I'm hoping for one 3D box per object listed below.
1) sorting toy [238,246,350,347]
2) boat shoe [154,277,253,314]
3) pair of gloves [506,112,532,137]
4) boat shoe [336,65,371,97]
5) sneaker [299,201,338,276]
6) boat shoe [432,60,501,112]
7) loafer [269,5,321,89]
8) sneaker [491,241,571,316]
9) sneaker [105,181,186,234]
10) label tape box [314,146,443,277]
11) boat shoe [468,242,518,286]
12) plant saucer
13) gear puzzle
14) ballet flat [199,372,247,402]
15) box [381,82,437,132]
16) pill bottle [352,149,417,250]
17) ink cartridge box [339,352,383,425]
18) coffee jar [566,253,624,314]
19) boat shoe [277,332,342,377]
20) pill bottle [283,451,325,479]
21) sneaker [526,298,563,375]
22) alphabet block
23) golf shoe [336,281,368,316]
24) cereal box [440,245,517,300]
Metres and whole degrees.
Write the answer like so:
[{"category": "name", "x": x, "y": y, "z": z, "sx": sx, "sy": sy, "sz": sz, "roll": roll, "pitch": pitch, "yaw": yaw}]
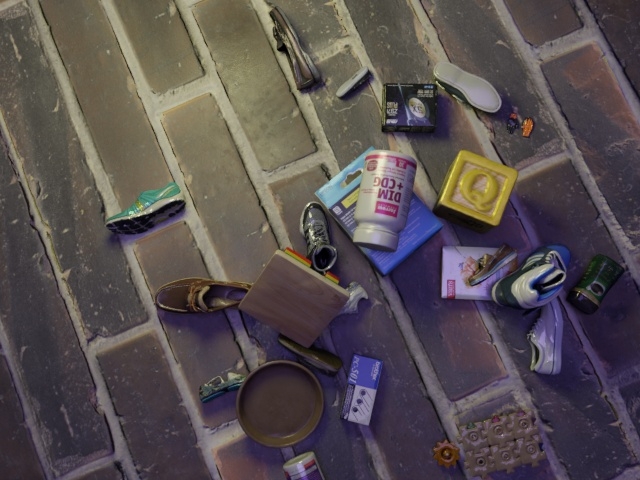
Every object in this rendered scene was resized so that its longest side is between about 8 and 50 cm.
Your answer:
[{"category": "sorting toy", "x": -0.077, "y": 0.166, "z": 1.811, "sx": 0.257, "sy": 0.089, "sz": 0.255, "roll": 31, "pitch": 122, "yaw": -8}, {"category": "boat shoe", "x": -0.375, "y": 0.178, "z": 1.901, "sx": 0.343, "sy": 0.123, "sz": 0.123, "roll": 1, "pitch": 83, "yaw": 3}, {"category": "pair of gloves", "x": 0.667, "y": -0.387, "z": 1.978, "sx": 0.084, "sy": 0.010, "sz": 0.074, "roll": 14, "pitch": 84, "yaw": 5}, {"category": "boat shoe", "x": 0.116, "y": -0.532, "z": 2.007, "sx": 0.142, "sy": 0.049, "sz": 0.040, "roll": -43, "pitch": 121, "yaw": 2}, {"category": "sneaker", "x": 0.000, "y": 0.000, "z": 1.883, "sx": 0.102, "sy": 0.153, "sz": 0.268, "roll": -1, "pitch": 84, "yaw": -15}, {"category": "boat shoe", "x": 0.484, "y": -0.501, "z": 1.968, "sx": 0.255, "sy": 0.079, "sz": 0.095, "roll": 31, "pitch": 88, "yaw": 9}, {"category": "loafer", "x": -0.107, "y": -0.652, "z": 2.006, "sx": 0.095, "sy": 0.109, "sz": 0.302, "roll": -30, "pitch": 85, "yaw": 3}, {"category": "sneaker", "x": 0.691, "y": 0.103, "z": 1.771, "sx": 0.323, "sy": 0.236, "sz": 0.130, "roll": -30, "pitch": 93, "yaw": -17}, {"category": "sneaker", "x": -0.584, "y": -0.105, "z": 1.976, "sx": 0.276, "sy": 0.107, "sz": 0.109, "roll": -25, "pitch": 63, "yaw": -5}, {"category": "label tape box", "x": 0.186, "y": -0.091, "z": 1.916, "sx": 0.249, "sy": 0.115, "sz": 0.347, "roll": -40, "pitch": 80, "yaw": -3}, {"category": "boat shoe", "x": 0.529, "y": 0.075, "z": 1.855, "sx": 0.183, "sy": 0.066, "sz": 0.066, "roll": -33, "pitch": 77, "yaw": -13}, {"category": "plant saucer", "x": -0.128, "y": 0.513, "z": 1.864, "sx": 0.278, "sy": 0.041, "sz": 0.277, "roll": 0, "pitch": 90, "yaw": -8}, {"category": "gear puzzle", "x": 0.519, "y": 0.645, "z": 1.843, "sx": 0.339, "sy": 0.044, "sz": 0.175, "roll": -15, "pitch": 84, "yaw": 4}, {"category": "ballet flat", "x": -0.303, "y": 0.459, "z": 1.896, "sx": 0.189, "sy": 0.070, "sz": 0.070, "roll": -19, "pitch": 82, "yaw": -3}, {"category": "box", "x": 0.295, "y": -0.441, "z": 1.970, "sx": 0.180, "sy": 0.077, "sz": 0.147, "roll": 3, "pitch": 84, "yaw": 3}, {"category": "pill bottle", "x": 0.190, "y": -0.116, "z": 1.781, "sx": 0.161, "sy": 0.160, "sz": 0.282, "roll": 11, "pitch": 83, "yaw": 4}, {"category": "ink cartridge box", "x": 0.128, "y": 0.472, "z": 1.878, "sx": 0.097, "sy": 0.046, "sz": 0.206, "roll": 14, "pitch": 83, "yaw": 3}, {"category": "coffee jar", "x": 0.866, "y": 0.141, "z": 1.866, "sx": 0.096, "sy": 0.079, "sz": 0.184, "roll": 38, "pitch": 85, "yaw": 4}, {"category": "boat shoe", "x": -0.042, "y": 0.370, "z": 1.885, "sx": 0.224, "sy": 0.080, "sz": 0.073, "roll": 25, "pitch": 116, "yaw": 6}, {"category": "pill bottle", "x": -0.032, "y": 0.764, "z": 1.818, "sx": 0.108, "sy": 0.108, "sz": 0.193, "roll": -24, "pitch": 82, "yaw": 0}, {"category": "sneaker", "x": 0.699, "y": 0.292, "z": 1.848, "sx": 0.092, "sy": 0.094, "sz": 0.257, "roll": 1, "pitch": 84, "yaw": -2}, {"category": "alphabet block", "x": 0.482, "y": -0.147, "z": 1.863, "sx": 0.194, "sy": 0.197, "sz": 0.192, "roll": 21, "pitch": 84, "yaw": 6}, {"category": "golf shoe", "x": 0.081, "y": 0.217, "z": 1.905, "sx": 0.086, "sy": 0.069, "sz": 0.176, "roll": 43, "pitch": 88, "yaw": 1}, {"category": "cereal box", "x": 0.508, "y": 0.108, "z": 1.904, "sx": 0.241, "sy": 0.047, "sz": 0.172, "roll": 2, "pitch": 83, "yaw": 3}]
